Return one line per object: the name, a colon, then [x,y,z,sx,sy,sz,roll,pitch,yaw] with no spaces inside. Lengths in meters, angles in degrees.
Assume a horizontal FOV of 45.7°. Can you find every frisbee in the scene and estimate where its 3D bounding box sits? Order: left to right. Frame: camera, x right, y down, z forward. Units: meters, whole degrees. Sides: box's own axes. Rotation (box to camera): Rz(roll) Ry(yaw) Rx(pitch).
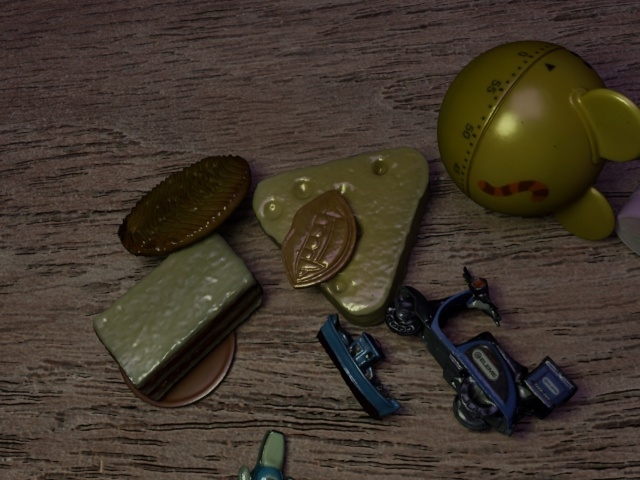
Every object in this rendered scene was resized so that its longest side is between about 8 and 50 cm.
frisbee: [-0.296,0.222,1.570,0.250,0.021,0.251,-4,64,8]

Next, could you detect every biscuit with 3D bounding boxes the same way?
biscuit: [-0.287,-0.081,1.609,0.318,0.040,0.318,-20,33,14]
biscuit: [0.000,0.000,1.503,0.142,0.029,0.221,20,71,16]

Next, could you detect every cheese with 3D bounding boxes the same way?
cheese: [0.025,-0.037,1.589,0.384,0.104,0.384,-3,66,7]

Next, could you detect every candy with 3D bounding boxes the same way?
candy: [-0.280,0.142,1.522,0.320,0.135,0.179,-43,66,-14]

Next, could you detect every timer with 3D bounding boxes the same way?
timer: [0.429,-0.195,1.465,0.387,0.376,0.376,35,75,27]

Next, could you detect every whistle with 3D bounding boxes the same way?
whistle: [-0.106,0.468,1.399,0.114,0.077,0.236,17,60,-14]

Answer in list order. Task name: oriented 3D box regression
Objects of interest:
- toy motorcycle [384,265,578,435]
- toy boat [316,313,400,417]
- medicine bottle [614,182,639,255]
toy motorcycle: [0.290,0.200,1.436,0.212,0.125,0.358,-33,66,-16]
toy boat: [0.082,0.234,1.460,0.097,0.100,0.223,-38,66,7]
medicine bottle: [0.704,-0.090,1.478,0.152,0.152,0.254,36,75,22]
